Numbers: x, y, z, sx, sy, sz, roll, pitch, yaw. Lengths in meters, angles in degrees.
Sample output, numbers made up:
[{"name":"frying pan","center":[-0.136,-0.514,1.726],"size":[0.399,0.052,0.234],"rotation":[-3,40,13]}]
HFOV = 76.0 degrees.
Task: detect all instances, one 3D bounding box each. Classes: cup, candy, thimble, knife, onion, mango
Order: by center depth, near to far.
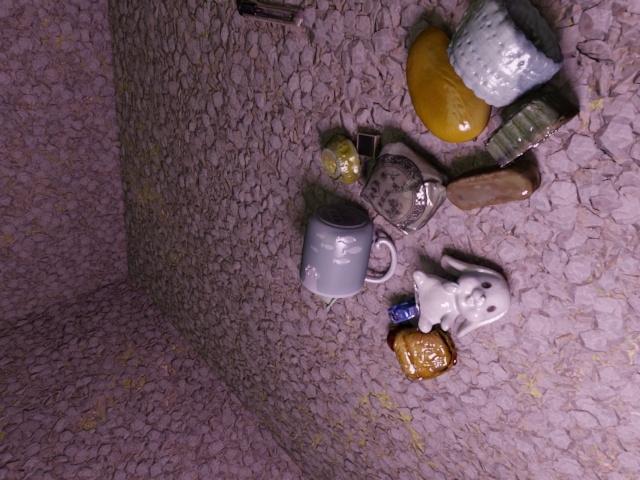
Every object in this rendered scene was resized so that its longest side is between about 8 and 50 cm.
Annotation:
[{"name":"thimble","center":[0.430,-0.450,0.971],"size":[0.250,0.205,0.172],"rotation":[47,143,-5]},{"name":"mango","center":[0.339,-0.414,1.132],"size":[0.195,0.142,0.332],"rotation":[-46,68,41]},{"name":"candy","center":[0.476,-0.153,1.136],"size":[0.234,0.104,0.102],"rotation":[-10,106,47]},{"name":"cup","center":[0.108,0.035,1.506],"size":[0.356,0.259,0.274],"rotation":[11,120,7]},{"name":"knife","center":[-0.199,-0.854,1.519],"size":[0.365,0.043,0.089],"rotation":[31,129,30]},{"name":"onion","center":[0.304,0.371,1.545],"size":[0.118,0.118,0.117],"rotation":[51,140,14]}]

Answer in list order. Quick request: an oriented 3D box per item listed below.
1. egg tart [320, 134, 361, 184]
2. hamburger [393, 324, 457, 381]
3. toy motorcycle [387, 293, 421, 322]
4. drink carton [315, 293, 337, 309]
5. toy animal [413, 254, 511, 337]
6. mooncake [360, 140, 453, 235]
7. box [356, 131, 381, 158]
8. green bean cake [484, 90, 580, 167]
[{"name":"egg tart","center":[0.063,-0.284,1.481],"size":[0.197,0.078,0.197],"rotation":[44,148,37]},{"name":"hamburger","center":[0.366,0.388,1.424],"size":[0.206,0.130,0.183],"rotation":[-20,83,7]},{"name":"toy motorcycle","center":[0.314,0.249,1.470],"size":[0.205,0.114,0.076],"rotation":[-27,88,48]},{"name":"drink carton","center":[0.019,0.179,1.675],"size":[0.142,0.146,0.144],"rotation":[36,134,1]},{"name":"toy animal","center":[0.436,0.188,1.287],"size":[0.289,0.174,0.249],"rotation":[21,110,39]},{"name":"mooncake","center":[0.265,-0.161,1.316],"size":[0.250,0.136,0.254],"rotation":[45,133,25]},{"name":"box","center":[0.167,-0.327,1.407],"size":[0.083,0.035,0.079],"rotation":[21,122,38]},{"name":"green bean cake","center":[0.508,-0.275,0.998],"size":[0.094,0.173,0.181],"rotation":[54,139,9]}]
